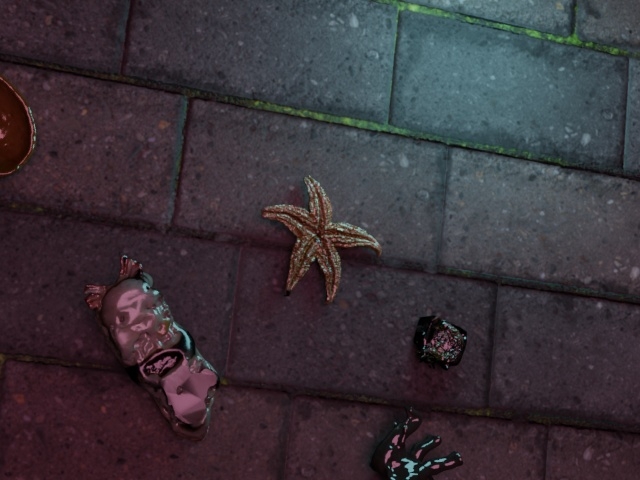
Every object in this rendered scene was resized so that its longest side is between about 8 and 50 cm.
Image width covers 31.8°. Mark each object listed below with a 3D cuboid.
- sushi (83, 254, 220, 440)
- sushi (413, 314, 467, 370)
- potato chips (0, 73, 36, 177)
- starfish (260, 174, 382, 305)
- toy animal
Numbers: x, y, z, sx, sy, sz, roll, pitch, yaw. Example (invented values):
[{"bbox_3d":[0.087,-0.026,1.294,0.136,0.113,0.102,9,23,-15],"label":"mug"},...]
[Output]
[{"bbox_3d":[-0.266,0.185,1.854,0.124,0.130,0.332,-36,94,-18],"label":"sushi"},{"bbox_3d":[0.216,0.190,2.038,0.083,0.056,0.085,22,75,-20],"label":"sushi"},{"bbox_3d":[-0.562,-0.201,1.867,0.201,0.049,0.150,42,77,-9],"label":"potato chips"},{"bbox_3d":[0.000,0.000,2.006,0.240,0.043,0.227,12,81,-18],"label":"starfish"},{"bbox_3d":[0.177,0.413,1.959,0.146,0.114,0.245,-26,89,-19],"label":"toy animal"}]
